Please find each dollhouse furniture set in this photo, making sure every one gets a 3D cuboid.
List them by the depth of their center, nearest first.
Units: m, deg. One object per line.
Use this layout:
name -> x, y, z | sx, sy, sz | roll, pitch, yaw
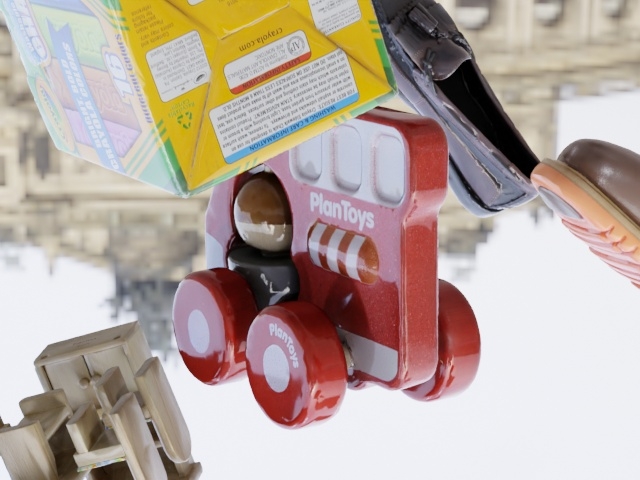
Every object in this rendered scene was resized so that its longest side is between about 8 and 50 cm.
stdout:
dollhouse furniture set -> -0.209, 0.198, 1.590 | 0.212, 0.161, 0.242 | -15, -164, 18

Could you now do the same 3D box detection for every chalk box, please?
chalk box -> -0.112, -0.163, 1.270 | 0.180, 0.179, 0.289 | -28, -157, -21

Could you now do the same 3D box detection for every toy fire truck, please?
toy fire truck -> 0.000, 0.000, 1.469 | 0.169, 0.254, 0.302 | -8, -164, -32

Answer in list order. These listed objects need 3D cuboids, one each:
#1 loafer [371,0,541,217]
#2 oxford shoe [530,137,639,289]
loafer -> 0.141, -0.165, 1.890 | 0.095, 0.302, 0.109 | -15, -158, 48
oxford shoe -> 0.291, 0.012, 1.048 | 0.364, 0.132, 0.130 | 26, -176, -15
